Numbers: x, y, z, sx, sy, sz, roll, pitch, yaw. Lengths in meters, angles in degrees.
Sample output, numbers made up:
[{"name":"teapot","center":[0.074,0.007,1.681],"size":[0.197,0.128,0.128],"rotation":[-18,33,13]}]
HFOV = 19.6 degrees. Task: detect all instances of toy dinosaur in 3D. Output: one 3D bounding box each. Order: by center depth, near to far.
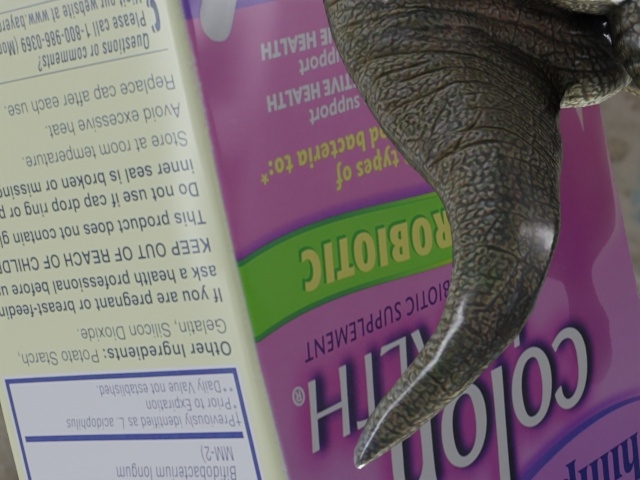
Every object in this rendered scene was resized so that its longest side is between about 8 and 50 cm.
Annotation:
[{"name":"toy dinosaur","center":[0.073,-0.084,0.435],"size":[0.313,0.160,0.121],"rotation":[-56,169,-13]}]

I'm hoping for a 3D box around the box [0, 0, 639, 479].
[{"name":"box","center":[0.000,0.000,0.629],"size":[0.213,0.117,0.243],"rotation":[-20,101,-50]}]
